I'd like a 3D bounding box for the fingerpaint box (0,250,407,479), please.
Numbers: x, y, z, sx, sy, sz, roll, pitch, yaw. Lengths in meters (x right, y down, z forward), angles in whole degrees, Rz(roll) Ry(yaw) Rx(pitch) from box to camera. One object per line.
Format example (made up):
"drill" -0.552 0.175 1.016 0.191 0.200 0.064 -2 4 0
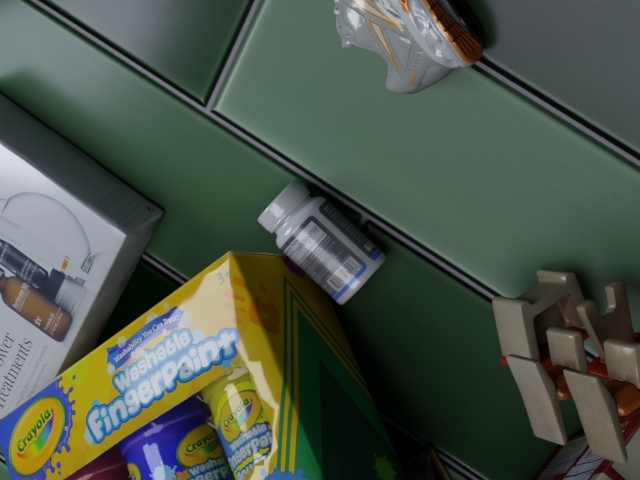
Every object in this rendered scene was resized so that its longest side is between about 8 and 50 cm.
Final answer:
"fingerpaint box" -0.145 0.280 1.343 0.445 0.163 0.371 -34 67 29

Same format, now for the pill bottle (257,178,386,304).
"pill bottle" 0.000 0.000 1.304 0.137 0.078 0.078 43 121 1

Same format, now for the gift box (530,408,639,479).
"gift box" 0.341 0.334 1.181 0.258 0.276 0.255 45 161 3

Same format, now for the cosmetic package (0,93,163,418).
"cosmetic package" -0.404 0.033 1.487 0.284 0.097 0.377 36 121 9

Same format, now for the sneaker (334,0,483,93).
"sneaker" 0.041 -0.258 1.168 0.121 0.099 0.262 -34 94 35

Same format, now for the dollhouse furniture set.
"dollhouse furniture set" 0.298 0.112 1.141 0.259 0.262 0.135 8 122 58

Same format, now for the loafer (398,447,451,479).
"loafer" 0.155 0.324 1.389 0.061 0.062 0.170 -38 95 27
